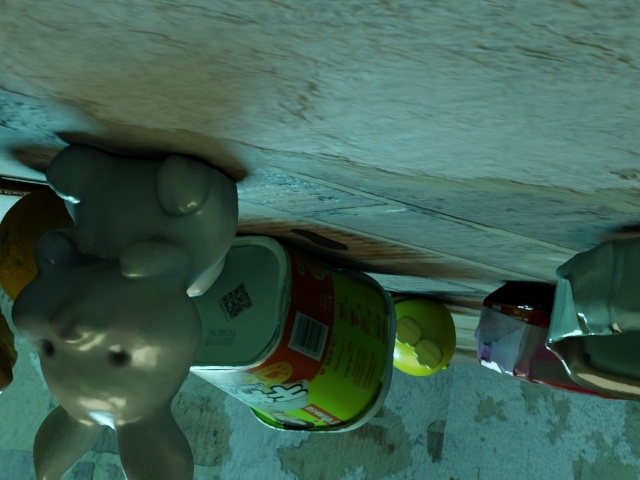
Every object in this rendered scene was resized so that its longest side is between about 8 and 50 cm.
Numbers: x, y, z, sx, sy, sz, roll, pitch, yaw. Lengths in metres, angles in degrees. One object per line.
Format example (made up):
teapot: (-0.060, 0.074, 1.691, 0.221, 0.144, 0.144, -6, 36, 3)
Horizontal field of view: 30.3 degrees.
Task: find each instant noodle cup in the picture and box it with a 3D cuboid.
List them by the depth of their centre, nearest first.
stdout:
instant noodle cup: (-0.064, 0.132, 1.791, 0.293, 0.294, 0.308, 5, 163, 30)

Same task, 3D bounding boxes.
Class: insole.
insole: (0.000, 0.000, 1.622, 0.045, 0.002, 0.135, 4, 171, 30)

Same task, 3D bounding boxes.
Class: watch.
watch: (0.361, 0.072, 1.175, 0.253, 0.162, 0.241, 8, 165, 8)

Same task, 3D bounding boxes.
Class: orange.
orange: (-0.304, 0.020, 1.472, 0.206, 0.206, 0.206, 10, 172, 1)

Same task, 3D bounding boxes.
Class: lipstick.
lipstick: (-0.397, -0.068, 1.554, 0.176, 0.027, 0.027, 7, 172, 10)

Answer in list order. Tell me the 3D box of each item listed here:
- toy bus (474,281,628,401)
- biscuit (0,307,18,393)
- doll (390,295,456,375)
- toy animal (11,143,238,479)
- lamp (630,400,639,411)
toy bus: (0.374, 0.153, 1.767, 0.302, 0.147, 0.127, 16, 176, -34)
biscuit: (-0.409, 0.008, 1.149, 0.350, 0.078, 0.455, 53, 172, 3)
doll: (0.168, 0.161, 2.197, 0.199, 0.145, 0.363, 50, -179, -1)
toy animal: (-0.196, 0.090, 1.250, 0.196, 0.368, 0.241, 4, 159, 23)
lamp: (0.481, 0.137, 1.430, 0.244, 0.198, 0.197, -24, 154, 33)
